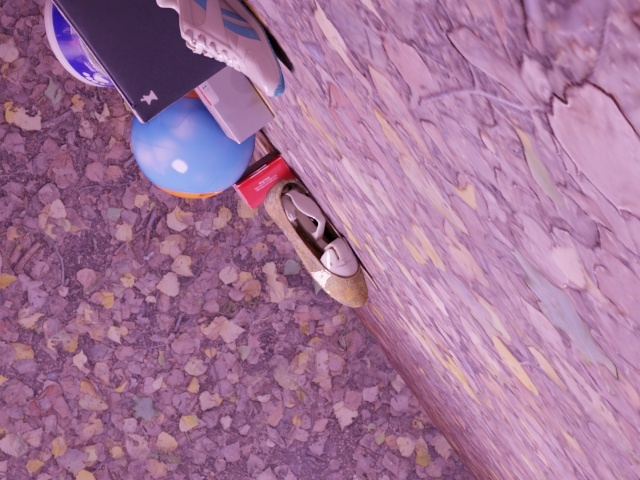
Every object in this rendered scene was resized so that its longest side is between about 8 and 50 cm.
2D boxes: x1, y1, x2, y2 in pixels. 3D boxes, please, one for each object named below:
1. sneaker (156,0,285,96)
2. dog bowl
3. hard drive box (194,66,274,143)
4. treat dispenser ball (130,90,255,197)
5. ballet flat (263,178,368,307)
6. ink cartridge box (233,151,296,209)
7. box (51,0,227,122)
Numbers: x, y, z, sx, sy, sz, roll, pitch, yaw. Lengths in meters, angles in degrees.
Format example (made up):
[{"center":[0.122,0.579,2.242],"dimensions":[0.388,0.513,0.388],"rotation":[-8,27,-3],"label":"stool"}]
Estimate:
[{"center":[-0.131,-0.275,1.193],"dimensions":[0.228,0.092,0.087],"rotation":[52,174,11],"label":"sneaker"},{"center":[-0.408,-0.440,1.778],"dimensions":[0.104,0.265,0.265],"rotation":[10,145,41],"label":"dog bowl"},{"center":[-0.192,-0.298,1.787],"dimensions":[0.181,0.089,0.232],"rotation":[55,176,-14],"label":"hard drive box"},{"center":[-0.296,-0.241,2.075],"dimensions":[0.288,0.288,0.288],"rotation":[54,176,5],"label":"treat dispenser ball"},{"center":[0.000,0.000,2.040],"dimensions":[0.348,0.123,0.123],"rotation":[52,176,9],"label":"ballet flat"},{"center":[-0.142,-0.147,2.176],"dimensions":[0.078,0.134,0.231],"rotation":[56,177,-12],"label":"ink cartridge box"},{"center":[-0.326,-0.414,1.472],"dimensions":[0.293,0.212,0.395],"rotation":[57,176,-31],"label":"box"}]
